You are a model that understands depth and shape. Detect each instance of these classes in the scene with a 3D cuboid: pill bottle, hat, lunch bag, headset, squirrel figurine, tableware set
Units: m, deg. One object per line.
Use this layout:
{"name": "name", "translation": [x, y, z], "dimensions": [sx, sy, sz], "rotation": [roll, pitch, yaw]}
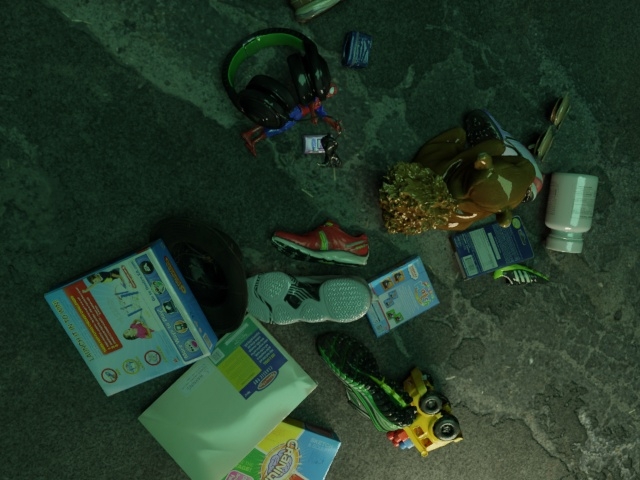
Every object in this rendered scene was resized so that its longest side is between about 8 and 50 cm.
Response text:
{"name": "pill bottle", "translation": [0.739, -0.084, 1.822], "dimensions": [0.131, 0.131, 0.229], "rotation": [4, 98, -16]}
{"name": "hat", "translation": [-0.284, 0.067, 1.560], "dimensions": [0.331, 0.134, 0.331], "rotation": [13, 123, 22]}
{"name": "lunch bag", "translation": [0.089, -0.497, 1.612], "dimensions": [0.065, 0.067, 0.098], "rotation": [7, 98, -16]}
{"name": "headset", "translation": [-0.073, -0.347, 1.496], "dimensions": [0.243, 0.185, 0.394], "rotation": [-34, 64, -6]}
{"name": "squirrel figurine", "translation": [0.347, -0.119, 1.585], "dimensions": [0.397, 0.370, 0.281], "rotation": [-20, 104, -11]}
{"name": "tableware set", "translation": [0.667, -0.334, 1.791], "dimensions": [0.039, 0.128, 0.194], "rotation": [28, 94, 26]}

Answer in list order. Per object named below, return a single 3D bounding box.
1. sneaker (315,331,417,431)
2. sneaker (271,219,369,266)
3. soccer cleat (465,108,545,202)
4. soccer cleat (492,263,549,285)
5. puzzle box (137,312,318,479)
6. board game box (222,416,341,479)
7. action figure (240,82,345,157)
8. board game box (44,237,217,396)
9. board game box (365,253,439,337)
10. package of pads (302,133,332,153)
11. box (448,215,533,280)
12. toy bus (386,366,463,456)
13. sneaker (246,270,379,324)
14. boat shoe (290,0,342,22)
{"name": "sneaker", "translation": [0.102, 0.406, 1.718], "dimensions": [0.343, 0.146, 0.134], "rotation": [48, 40, 3]}
{"name": "sneaker", "translation": [0.000, 0.000, 1.669], "dimensions": [0.279, 0.107, 0.118], "rotation": [11, 78, -20]}
{"name": "soccer cleat", "translation": [0.533, -0.258, 1.766], "dimensions": [0.318, 0.108, 0.116], "rotation": [51, 61, -13]}
{"name": "soccer cleat", "translation": [0.604, 0.109, 1.860], "dimensions": [0.179, 0.060, 0.072], "rotation": [17, 103, -10]}
{"name": "puzzle box", "translation": [-0.241, 0.426, 1.632], "dimensions": [0.409, 0.052, 0.272], "rotation": [-43, 84, -5]}
{"name": "board game box", "translation": [-0.134, 0.615, 1.735], "dimensions": [0.316, 0.064, 0.242], "rotation": [24, 92, -17]}
{"name": "action figure", "translation": [-0.051, -0.297, 1.579], "dimensions": [0.280, 0.091, 0.139], "rotation": [-39, 73, -7]}
{"name": "board game box", "translation": [-0.461, 0.193, 1.516], "dimensions": [0.302, 0.086, 0.308], "rotation": [-22, 105, 10]}
{"name": "board game box", "translation": [0.219, 0.159, 1.769], "dimensions": [0.211, 0.039, 0.160], "rotation": [-27, 104, -8]}
{"name": "package of pads", "translation": [-0.009, -0.259, 1.644], "dimensions": [0.083, 0.032, 0.050], "rotation": [-4, 103, -14]}
{"name": "box", "translation": [0.503, 0.021, 1.803], "dimensions": [0.225, 0.036, 0.136], "rotation": [-16, 81, -11]}
{"name": "toy bus", "translation": [0.278, 0.516, 1.803], "dimensions": [0.211, 0.149, 0.220], "rotation": [-32, 104, 8]}
{"name": "sneaker", "translation": [-0.022, 0.155, 1.652], "dimensions": [0.365, 0.210, 0.137], "rotation": [0, 87, 21]}
{"name": "boat shoe", "translation": [0.062, -0.672, 1.551], "dimensions": [0.324, 0.123, 0.116], "rotation": [-31, 103, -10]}
